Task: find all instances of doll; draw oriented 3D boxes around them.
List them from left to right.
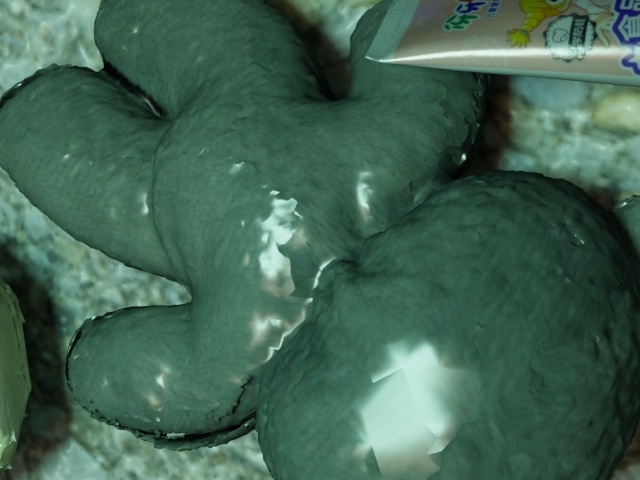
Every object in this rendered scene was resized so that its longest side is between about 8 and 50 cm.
[{"bbox_3d":[0.005,0.004,0.614,0.340,0.158,0.246,34,83,35],"label":"doll"}]

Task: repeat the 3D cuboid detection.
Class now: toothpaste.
[{"bbox_3d":[0.120,-0.083,0.555,0.195,0.067,0.043,8,137,18],"label":"toothpaste"}]

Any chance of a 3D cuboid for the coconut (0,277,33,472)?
[{"bbox_3d":[-0.230,0.080,0.732,0.161,0.161,0.162,-6,97,30],"label":"coconut"}]
